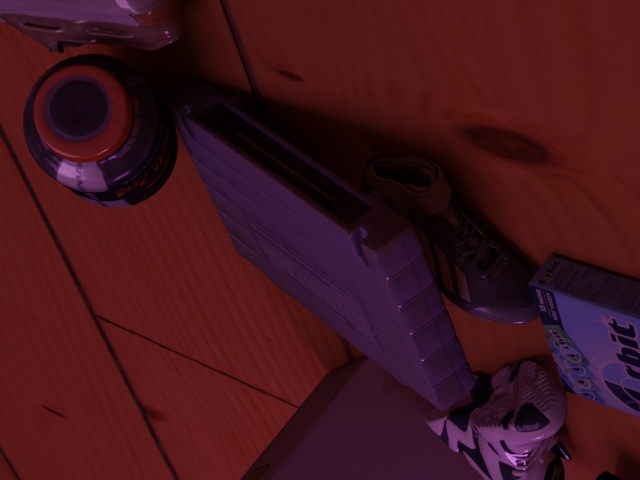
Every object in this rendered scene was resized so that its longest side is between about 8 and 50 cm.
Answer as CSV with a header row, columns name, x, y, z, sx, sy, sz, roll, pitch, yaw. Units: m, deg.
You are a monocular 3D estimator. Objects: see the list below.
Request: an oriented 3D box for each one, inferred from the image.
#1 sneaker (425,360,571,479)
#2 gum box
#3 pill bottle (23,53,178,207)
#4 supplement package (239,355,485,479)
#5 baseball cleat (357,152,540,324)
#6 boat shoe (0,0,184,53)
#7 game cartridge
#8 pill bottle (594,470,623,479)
name,x,y,z,sx,sy,sz,roll,pitch,yaw
sneaker,0.213,0.207,1.839,0.153,0.094,0.235,44,155,-12
gum box,0.287,0.101,1.640,0.184,0.041,0.157,19,148,37
pill bottle,-0.214,-0.107,1.780,0.130,0.130,0.245,38,178,4
supplement package,0.030,0.291,2.015,0.204,0.262,0.145,44,153,-7
baseball cleat,0.118,-0.003,1.668,0.206,0.072,0.109,33,153,12
boat shoe,-0.253,-0.230,1.754,0.302,0.113,0.103,10,135,44
game cartridge,0.000,0.000,1.759,0.355,0.068,0.230,36,163,44
pill bottle,0.351,0.320,1.803,0.219,0.123,0.123,30,152,21
